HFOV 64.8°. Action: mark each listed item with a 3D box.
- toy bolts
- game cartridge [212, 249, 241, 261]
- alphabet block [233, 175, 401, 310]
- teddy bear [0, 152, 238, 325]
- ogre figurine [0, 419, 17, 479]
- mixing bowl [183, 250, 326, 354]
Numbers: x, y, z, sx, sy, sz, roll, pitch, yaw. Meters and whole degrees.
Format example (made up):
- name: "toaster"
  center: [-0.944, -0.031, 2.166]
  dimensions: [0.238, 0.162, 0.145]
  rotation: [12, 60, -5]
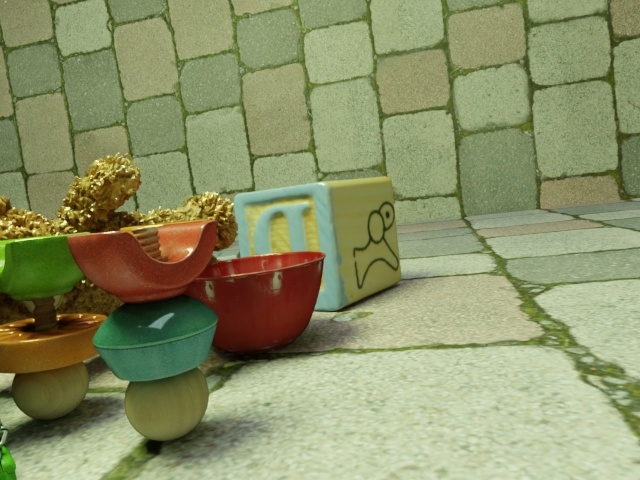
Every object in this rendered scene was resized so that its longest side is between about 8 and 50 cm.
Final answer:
- name: "toy bolts"
  center: [-0.152, 0.067, 0.433]
  dimensions: [0.228, 0.159, 0.218]
  rotation: [-1, 6, 45]
- name: "game cartridge"
  center: [-0.355, 0.072, 1.305]
  dimensions: [0.297, 0.062, 0.198]
  rotation: [-7, 9, -4]
- name: "alphabet block"
  center: [0.000, 0.000, 0.829]
  dimensions: [0.193, 0.192, 0.197]
  rotation: [-1, 6, 36]
- name: "teddy bear"
  center: [-0.236, 0.028, 0.598]
  dimensions: [0.113, 0.245, 0.338]
  rotation: [41, 12, 33]
- name: "ogre figurine"
  center: [-0.299, 0.132, 0.315]
  dimensions: [0.197, 0.097, 0.118]
  rotation: [-23, 26, -12]
- name: "mixing bowl"
  center: [-0.078, 0.074, 0.594]
  dimensions: [0.181, 0.098, 0.181]
  rotation: [-6, 4, 0]
